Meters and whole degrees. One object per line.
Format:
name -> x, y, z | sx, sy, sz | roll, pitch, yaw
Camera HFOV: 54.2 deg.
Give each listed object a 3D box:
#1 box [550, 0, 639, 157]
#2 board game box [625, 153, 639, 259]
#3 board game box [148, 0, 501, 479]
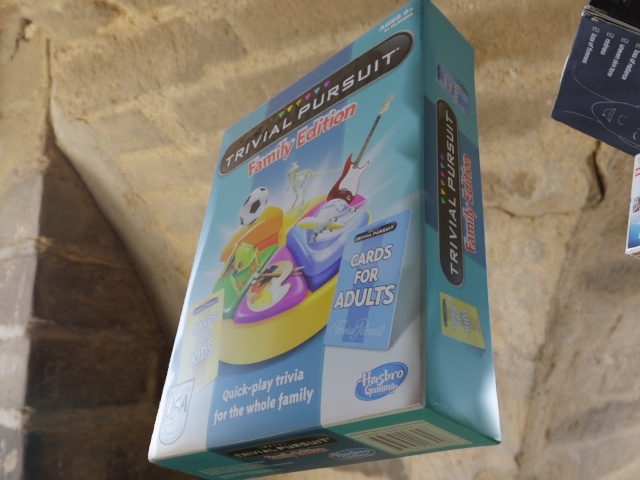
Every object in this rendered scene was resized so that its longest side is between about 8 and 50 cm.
box -> 0.814, -0.378, 1.354 | 0.472, 0.297, 0.480 | 33, -6, 18
board game box -> 0.602, -0.092, 0.940 | 0.053, 0.192, 0.305 | 20, -19, -15
board game box -> 0.000, 0.000, 0.496 | 0.254, 0.335, 0.079 | -25, -44, 38
